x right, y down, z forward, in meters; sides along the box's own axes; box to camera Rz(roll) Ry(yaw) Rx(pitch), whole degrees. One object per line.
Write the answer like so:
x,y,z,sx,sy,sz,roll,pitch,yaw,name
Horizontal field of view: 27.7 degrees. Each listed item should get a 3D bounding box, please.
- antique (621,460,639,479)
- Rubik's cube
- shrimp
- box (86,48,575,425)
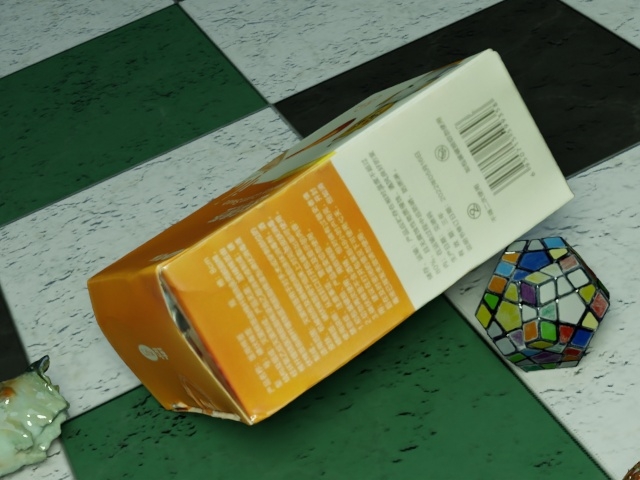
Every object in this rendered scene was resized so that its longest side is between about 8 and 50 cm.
0.234,0.181,0.829,0.104,0.104,0.104,-11,36,8,antique
0.176,0.051,1.030,0.111,0.111,0.093,-31,13,-18,Rubik's cube
-0.277,0.222,1.016,0.185,0.068,0.287,-21,38,-1,shrimp
0.000,0.000,1.059,0.341,0.143,0.225,-33,9,-22,box
